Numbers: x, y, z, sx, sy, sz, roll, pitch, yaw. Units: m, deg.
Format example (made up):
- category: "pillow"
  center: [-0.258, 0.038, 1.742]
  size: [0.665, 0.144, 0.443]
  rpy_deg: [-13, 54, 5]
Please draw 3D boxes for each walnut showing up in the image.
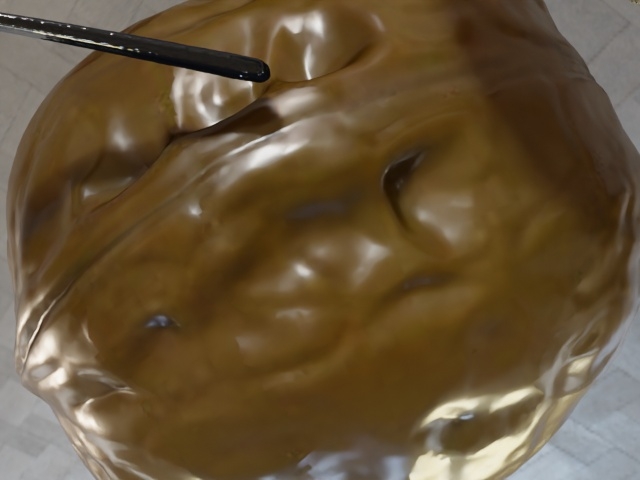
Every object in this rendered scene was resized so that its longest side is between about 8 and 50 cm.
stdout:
- category: "walnut"
  center: [0.000, 0.000, 0.556]
  size: [0.397, 0.354, 0.308]
  rpy_deg: [-29, 151, -11]

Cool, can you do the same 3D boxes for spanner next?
- category: "spanner"
  center: [-0.125, -0.092, 0.394]
  size: [0.208, 0.046, 0.012]
  rpy_deg: [9, 90, -5]

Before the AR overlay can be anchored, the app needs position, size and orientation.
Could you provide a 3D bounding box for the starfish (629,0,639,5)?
- category: "starfish"
  center: [0.433, -0.311, 1.096]
  size: [0.347, 0.357, 0.078]
  rpy_deg: [37, 126, 27]
